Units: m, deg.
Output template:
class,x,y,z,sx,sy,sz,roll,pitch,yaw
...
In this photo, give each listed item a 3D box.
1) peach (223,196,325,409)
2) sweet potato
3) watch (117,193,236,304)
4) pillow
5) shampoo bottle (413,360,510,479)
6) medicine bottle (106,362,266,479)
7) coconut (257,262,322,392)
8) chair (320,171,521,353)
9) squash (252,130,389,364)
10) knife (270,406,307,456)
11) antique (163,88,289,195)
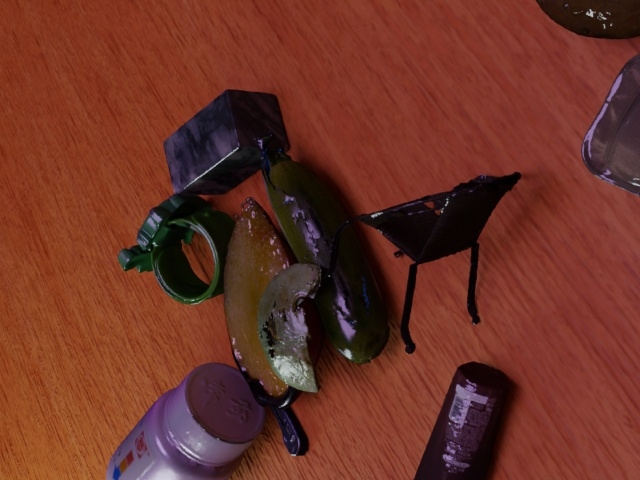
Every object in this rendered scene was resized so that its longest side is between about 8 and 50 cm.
class,x,y,z,sx,sy,sz,roll,pitch,yaw
peach,-0.061,0.080,1.324,0.189,0.068,0.280,3,97,49
sweet potato,0.268,-0.250,0.928,0.310,0.098,0.124,38,97,42
watch,-0.186,0.024,1.444,0.152,0.131,0.165,45,120,15
pillow,0.336,-0.076,0.903,0.217,0.033,0.130,43,119,38
shampoo bottle,0.150,0.252,1.104,0.068,0.067,0.237,39,120,51
medicine bottle,-0.191,0.292,1.419,0.254,0.152,0.152,-49,57,36
coconut,-0.040,0.108,1.205,0.133,0.055,0.158,-7,91,51
chair,0.113,-0.009,1.061,0.149,0.174,0.213,45,134,32
squash,0.001,0.001,1.241,0.087,0.087,0.332,-46,61,39
knife,-0.051,0.240,1.360,0.031,0.018,0.121,-54,52,32
antique,-0.138,-0.129,1.389,0.183,0.088,0.086,-29,69,45
